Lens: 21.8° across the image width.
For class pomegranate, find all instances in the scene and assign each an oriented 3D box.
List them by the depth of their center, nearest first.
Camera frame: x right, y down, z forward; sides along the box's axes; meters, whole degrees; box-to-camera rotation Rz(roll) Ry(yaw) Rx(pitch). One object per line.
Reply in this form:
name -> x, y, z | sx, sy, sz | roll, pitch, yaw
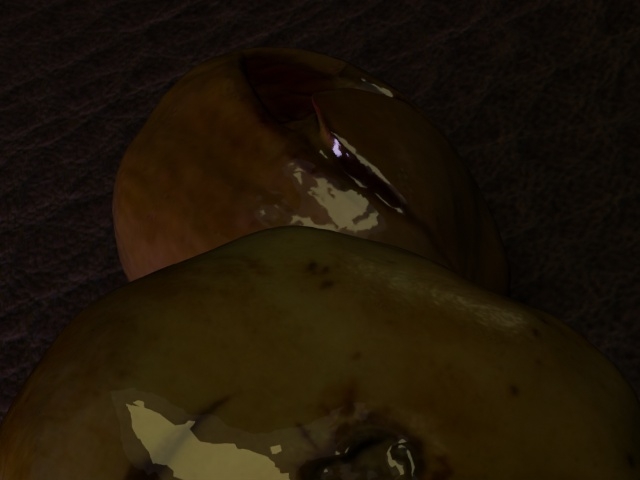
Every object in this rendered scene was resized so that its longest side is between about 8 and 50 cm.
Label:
pomegranate -> -0.003, 0.162, 0.764 | 0.332, 0.333, 0.333 | -13, 46, 14

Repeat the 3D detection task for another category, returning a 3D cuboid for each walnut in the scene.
walnut -> 0.000, 0.000, 0.988 | 0.203, 0.203, 0.298 | -40, 47, -12
